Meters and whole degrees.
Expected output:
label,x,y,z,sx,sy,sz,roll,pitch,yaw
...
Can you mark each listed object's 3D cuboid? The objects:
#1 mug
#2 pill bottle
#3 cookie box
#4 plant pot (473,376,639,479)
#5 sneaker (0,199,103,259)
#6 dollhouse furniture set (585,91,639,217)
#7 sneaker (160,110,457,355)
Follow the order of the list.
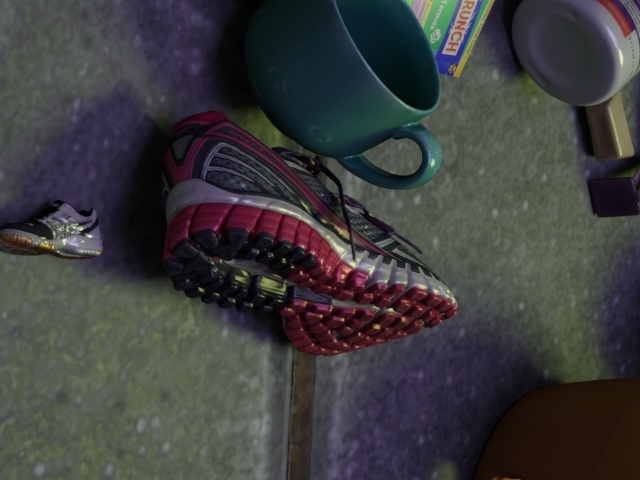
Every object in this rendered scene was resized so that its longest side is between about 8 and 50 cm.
label,x,y,z,sx,sy,sz,roll,pitch,yaw
mug,0.011,-0.112,1.365,0.129,0.097,0.158,30,39,-45
pill bottle,0.254,-0.203,1.627,0.193,0.108,0.108,-41,123,-34
cookie box,0.077,-0.177,1.475,0.107,0.040,0.092,7,113,-47
plant pot,0.263,0.234,1.636,0.291,0.203,0.291,-9,102,-45
sneaker,-0.177,-0.009,1.267,0.083,0.032,0.037,7,77,-51
dollhouse furniture set,0.284,-0.090,1.706,0.081,0.091,0.114,-46,125,-51
sneaker,0.000,0.000,1.395,0.299,0.121,0.112,32,43,-52
